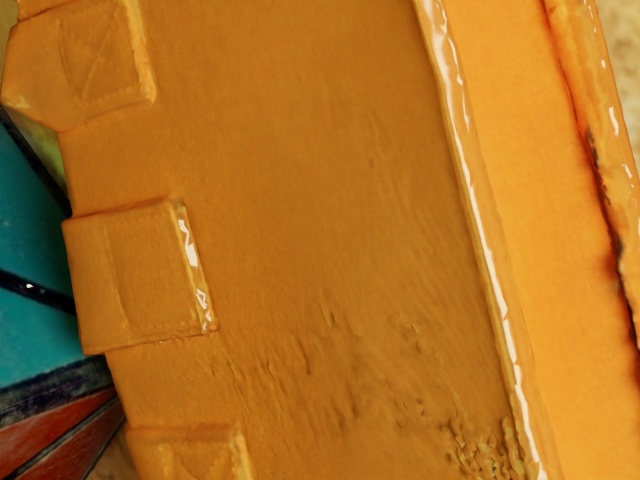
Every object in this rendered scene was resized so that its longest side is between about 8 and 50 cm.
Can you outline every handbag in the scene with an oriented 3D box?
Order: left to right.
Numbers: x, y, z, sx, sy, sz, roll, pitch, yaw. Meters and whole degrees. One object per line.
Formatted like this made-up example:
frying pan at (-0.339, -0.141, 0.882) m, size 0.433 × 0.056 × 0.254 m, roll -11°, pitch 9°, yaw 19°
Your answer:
handbag at (0.000, 0.000, 0.776) m, size 0.303 × 0.116 × 0.410 m, roll -11°, pitch 96°, yaw 48°

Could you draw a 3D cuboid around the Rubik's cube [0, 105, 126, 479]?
Rubik's cube at (-0.283, 0.067, 0.960) m, size 0.260 × 0.259 × 0.255 m, roll 50°, pitch 130°, yaw 18°
